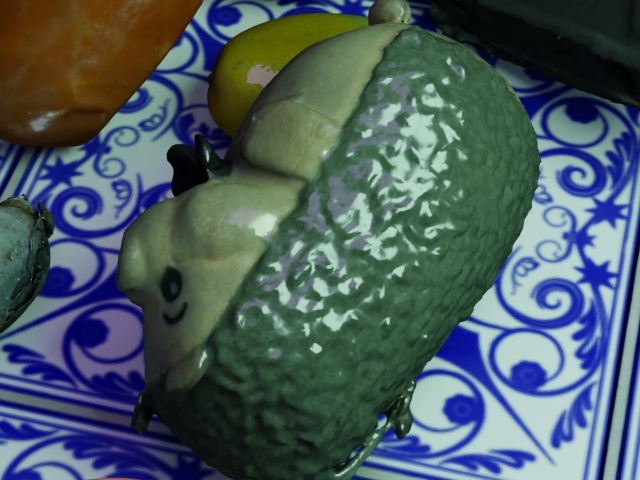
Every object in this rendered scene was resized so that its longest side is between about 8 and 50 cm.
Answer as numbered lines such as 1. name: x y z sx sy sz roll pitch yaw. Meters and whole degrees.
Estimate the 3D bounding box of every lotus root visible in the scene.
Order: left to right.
1. lotus root: -0.246 0.019 1.196 0.088 0.088 0.165 19 42 15

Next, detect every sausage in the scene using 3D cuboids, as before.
1. sausage: -0.184 -0.190 1.286 0.268 0.141 0.153 -51 16 5

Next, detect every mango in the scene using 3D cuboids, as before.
1. mango: 0.004 -0.128 1.314 0.194 0.092 0.130 -4 48 -10

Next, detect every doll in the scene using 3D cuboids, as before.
1. doll: 0.000 0.000 1.122 0.247 0.247 0.349 21 67 17

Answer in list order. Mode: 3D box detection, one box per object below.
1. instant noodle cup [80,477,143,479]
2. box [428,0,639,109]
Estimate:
1. instant noodle cup: -0.114 0.263 0.909 0.250 0.192 0.250 1 49 -1
2. box: 0.276 -0.274 1.314 0.350 0.091 0.359 -47 39 -9
